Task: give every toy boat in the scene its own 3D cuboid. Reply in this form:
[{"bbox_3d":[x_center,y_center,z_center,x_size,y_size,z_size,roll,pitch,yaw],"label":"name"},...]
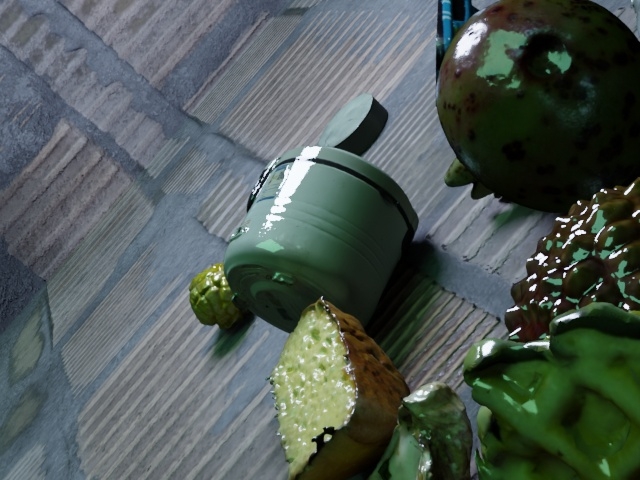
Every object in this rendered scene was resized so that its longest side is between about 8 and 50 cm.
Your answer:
[{"bbox_3d":[0.231,-0.326,1.480,0.092,0.134,0.298,-1,37,10],"label":"toy boat"}]

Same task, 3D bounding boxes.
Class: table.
[{"bbox_3d":[0.058,-0.201,1.644,0.133,0.043,0.133,-39,24,22],"label":"table"}]

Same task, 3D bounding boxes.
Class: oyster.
[{"bbox_3d":[0.057,0.280,0.857,0.294,0.094,0.166,-58,21,26],"label":"oyster"}]

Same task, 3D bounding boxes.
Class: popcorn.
[{"bbox_3d":[-0.159,0.091,1.512,0.116,0.106,0.121,-20,8,-24],"label":"popcorn"}]

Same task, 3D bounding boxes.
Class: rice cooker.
[{"bbox_3d":[0.000,0.000,1.221,0.226,0.226,0.244,-13,44,54],"label":"rice cooker"}]

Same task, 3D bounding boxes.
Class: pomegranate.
[{"bbox_3d":[0.246,-0.123,1.026,0.242,0.306,0.242,-2,53,2],"label":"pomegranate"}]

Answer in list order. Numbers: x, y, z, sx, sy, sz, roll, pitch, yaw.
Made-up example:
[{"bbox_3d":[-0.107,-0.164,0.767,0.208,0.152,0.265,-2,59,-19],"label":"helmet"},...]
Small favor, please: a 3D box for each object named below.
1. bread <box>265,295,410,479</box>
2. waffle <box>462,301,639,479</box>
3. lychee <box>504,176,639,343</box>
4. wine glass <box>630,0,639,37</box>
[{"bbox_3d":[0.031,0.177,0.994,0.129,0.134,0.260,-54,18,16],"label":"bread"},{"bbox_3d":[0.213,0.166,0.442,0.297,0.317,0.073,-7,7,33],"label":"waffle"},{"bbox_3d":[0.238,0.087,0.593,0.267,0.267,0.267,-39,25,22],"label":"lychee"},{"bbox_3d":[0.406,-0.234,1.010,0.103,0.103,0.222,-36,24,28],"label":"wine glass"}]
